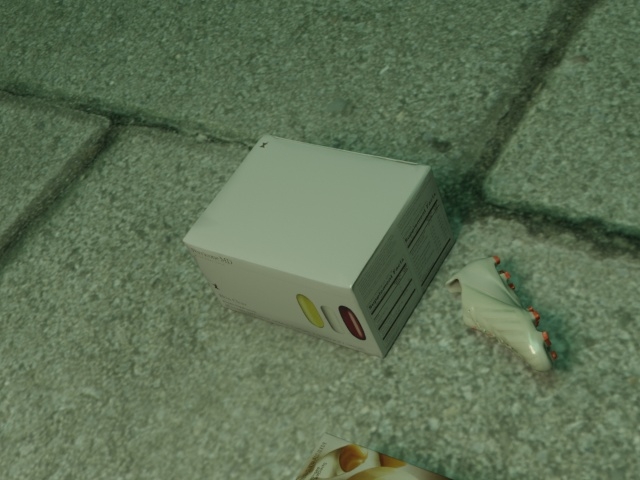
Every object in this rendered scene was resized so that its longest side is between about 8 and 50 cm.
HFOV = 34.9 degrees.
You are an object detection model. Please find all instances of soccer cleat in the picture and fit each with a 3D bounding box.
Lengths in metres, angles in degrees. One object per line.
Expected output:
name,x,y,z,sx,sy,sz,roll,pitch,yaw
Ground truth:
soccer cleat,0.209,0.093,1.185,0.076,0.068,0.196,-29,37,3

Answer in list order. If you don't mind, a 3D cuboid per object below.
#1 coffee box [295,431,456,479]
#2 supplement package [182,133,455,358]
coffee box,0.085,0.304,1.011,0.246,0.098,0.141,13,55,32
supplement package,0.000,0.000,1.302,0.262,0.145,0.204,14,56,33
